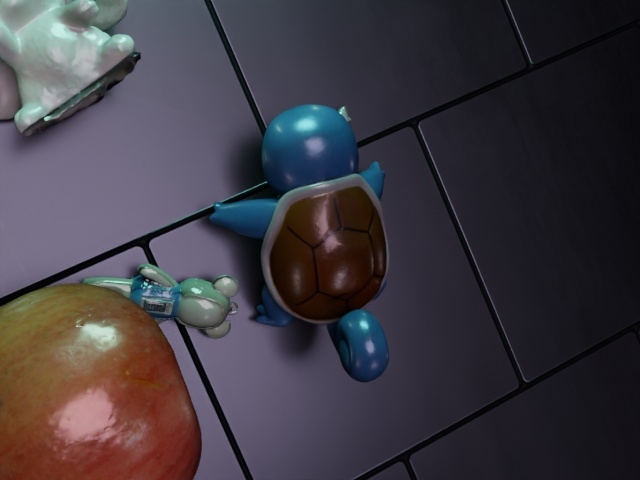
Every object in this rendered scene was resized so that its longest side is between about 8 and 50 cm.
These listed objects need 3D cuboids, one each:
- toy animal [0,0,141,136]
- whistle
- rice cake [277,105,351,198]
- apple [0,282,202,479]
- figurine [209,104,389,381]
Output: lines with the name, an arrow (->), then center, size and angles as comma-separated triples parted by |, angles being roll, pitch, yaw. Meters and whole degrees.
toy animal -> -0.394, -0.301, 1.443 | 0.249, 0.174, 0.289 | -16, 94, -7
whistle -> -0.241, 0.087, 1.527 | 0.235, 0.077, 0.114 | 8, 117, -12
rice cake -> -0.010, -0.129, 1.632 | 0.033, 0.033, 0.208 | 35, 77, -9
apple -> -0.342, 0.242, 1.333 | 0.363, 0.364, 0.364 | 1, 87, -18
figurine -> -0.004, 0.012, 1.534 | 0.297, 0.243, 0.416 | -13, 87, -10
